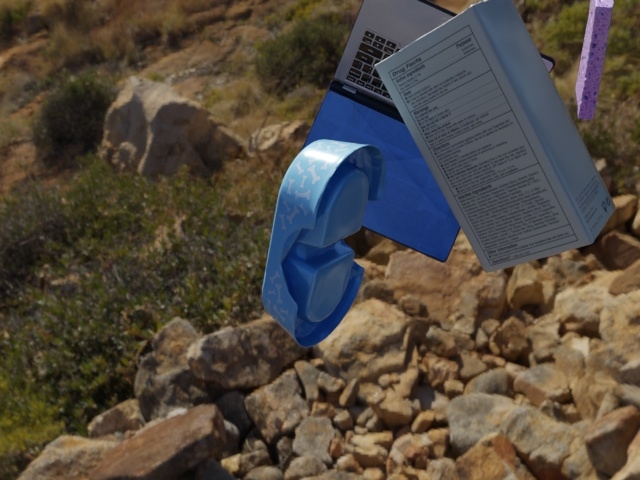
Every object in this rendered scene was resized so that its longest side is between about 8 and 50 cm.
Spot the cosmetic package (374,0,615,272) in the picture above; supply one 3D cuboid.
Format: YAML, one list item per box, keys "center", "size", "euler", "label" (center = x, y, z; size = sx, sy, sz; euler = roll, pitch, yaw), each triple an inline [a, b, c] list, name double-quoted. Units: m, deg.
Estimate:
- center: [0.220, -0.129, 0.874]
  size: [0.160, 0.310, 0.113]
  euler: [-20, 11, 44]
  label: "cosmetic package"

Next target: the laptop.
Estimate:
- center: [0.183, -0.223, 1.386]
  size: [0.381, 0.408, 0.236]
  euler: [24, 52, -3]
  label: "laptop"

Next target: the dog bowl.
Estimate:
- center: [0.000, 0.000, 0.943]
  size: [0.074, 0.298, 0.166]
  euler: [27, 30, 27]
  label: "dog bowl"

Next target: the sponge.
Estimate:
- center: [0.478, -0.330, 1.218]
  size: [0.031, 0.210, 0.117]
  euler: [6, 41, 14]
  label: "sponge"
